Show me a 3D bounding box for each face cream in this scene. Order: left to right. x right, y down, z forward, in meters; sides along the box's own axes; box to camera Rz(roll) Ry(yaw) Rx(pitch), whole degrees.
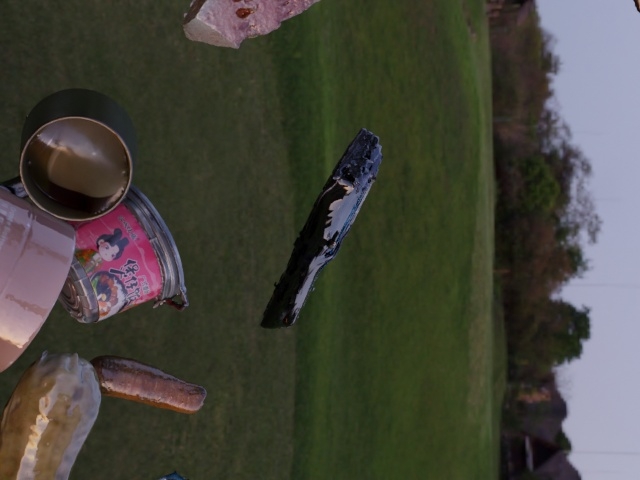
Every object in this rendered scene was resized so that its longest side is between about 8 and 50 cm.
[{"bbox_3d":[-0.293,0.027,0.664,0.104,0.149,0.149,32,46,-31],"label":"face cream"}]

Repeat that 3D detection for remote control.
[{"bbox_3d":[0.000,0.000,1.164,0.144,0.062,0.398,-60,178,-38],"label":"remote control"}]

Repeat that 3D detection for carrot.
[{"bbox_3d":[-0.243,0.204,1.108,0.186,0.060,0.060,22,58,-32],"label":"carrot"}]

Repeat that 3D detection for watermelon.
[{"bbox_3d":[-0.086,-0.353,1.064,0.154,0.241,0.094,48,-4,-25],"label":"watermelon"}]

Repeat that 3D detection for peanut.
[{"bbox_3d":[-0.280,0.212,0.776,0.099,0.100,0.214,42,61,-77],"label":"peanut"}]

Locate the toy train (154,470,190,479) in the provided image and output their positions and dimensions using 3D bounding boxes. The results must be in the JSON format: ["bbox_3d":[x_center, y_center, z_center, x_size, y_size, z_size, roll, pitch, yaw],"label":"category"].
[{"bbox_3d":[-0.089,0.342,0.607,0.265,0.300,0.188,-53,135,-32],"label":"toy train"}]

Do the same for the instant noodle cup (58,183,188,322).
[{"bbox_3d":[-0.398,0.038,1.438,0.302,0.182,0.258,50,-33,14],"label":"instant noodle cup"}]

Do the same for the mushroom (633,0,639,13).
[{"bbox_3d":[0.485,-0.423,1.104,0.094,0.072,0.209,-36,132,-42],"label":"mushroom"}]

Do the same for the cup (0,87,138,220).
[{"bbox_3d":[-0.359,-0.089,1.085,0.166,0.239,0.177,43,3,-24],"label":"cup"}]
